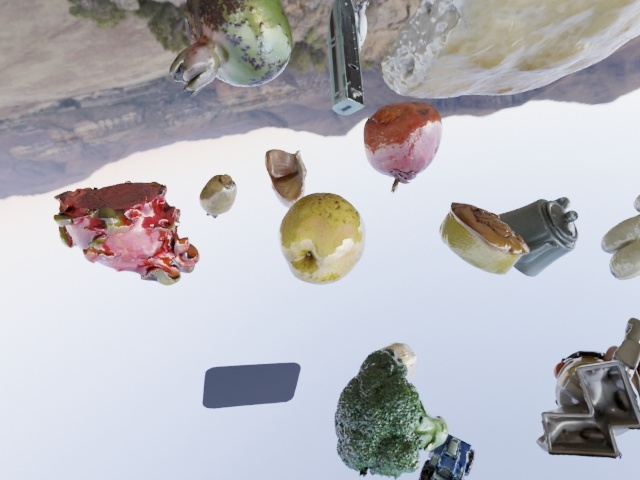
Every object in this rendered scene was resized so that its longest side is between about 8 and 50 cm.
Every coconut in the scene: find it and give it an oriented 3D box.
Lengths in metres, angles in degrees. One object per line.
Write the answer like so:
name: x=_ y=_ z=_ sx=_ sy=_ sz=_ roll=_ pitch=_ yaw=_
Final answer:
coconut: x=0.309 y=0.486 z=1.697 sx=0.182 sy=0.171 sz=0.170 roll=-10 pitch=-167 yaw=-42

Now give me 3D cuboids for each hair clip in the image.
hair clip: x=0.157 y=-0.826 z=1.634 sx=0.049 sy=0.172 sz=0.116 roll=18 pitch=-132 yaw=25

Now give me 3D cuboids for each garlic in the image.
garlic: x=-0.093 y=-0.163 z=1.098 sx=0.099 sy=0.175 sz=0.124 roll=-11 pitch=162 yaw=-13

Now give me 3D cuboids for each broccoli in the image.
broccoli: x=0.160 y=0.384 z=0.938 sx=0.269 sy=0.269 sz=0.254 roll=-26 pitch=-179 yaw=-30

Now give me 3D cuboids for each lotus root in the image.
lotus root: x=-0.388 y=-0.156 z=1.591 sx=0.221 sy=0.125 sz=0.118 roll=-54 pitch=-176 yaw=37

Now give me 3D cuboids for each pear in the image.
pear: x=0.000 y=0.000 z=0.790 sx=0.177 sy=0.178 sz=0.178 roll=-12 pitch=-160 yaw=4

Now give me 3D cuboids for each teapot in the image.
teapot: x=0.495 y=-0.028 z=0.936 sx=0.239 sy=0.162 sz=0.149 roll=-40 pitch=178 yaw=-45

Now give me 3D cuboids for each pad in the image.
pad: x=-0.194 y=0.412 z=1.202 sx=0.267 sy=0.181 sz=0.004 roll=3 pitch=-147 yaw=-17

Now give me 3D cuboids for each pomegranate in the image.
pomegranate: x=-0.241 y=-0.499 z=1.061 sx=0.285 sy=0.285 sz=0.341 roll=10 pitch=-128 yaw=49

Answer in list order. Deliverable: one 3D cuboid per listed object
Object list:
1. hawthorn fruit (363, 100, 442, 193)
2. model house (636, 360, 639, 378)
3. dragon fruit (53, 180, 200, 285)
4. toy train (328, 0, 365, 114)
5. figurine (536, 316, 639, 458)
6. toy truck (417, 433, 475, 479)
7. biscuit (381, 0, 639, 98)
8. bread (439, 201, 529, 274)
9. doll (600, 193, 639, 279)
hawthorn fruit: x=0.270 y=-0.311 z=1.433 sx=0.275 sy=0.308 sz=0.276 roll=6 pitch=-171 yaw=-1
model house: x=0.931 y=0.407 z=1.091 sx=0.160 sy=0.196 sz=0.254 roll=-45 pitch=-169 yaw=35
dragon fruit: x=-0.249 y=-0.010 z=0.578 sx=0.150 sy=0.207 sz=0.133 roll=-41 pitch=-139 yaw=8
toy train: x=0.073 y=-0.612 z=1.381 sx=0.086 sy=0.407 sz=0.088 roll=10 pitch=162 yaw=-41
figurine: x=0.501 y=0.284 z=0.781 sx=0.308 sy=0.309 sz=0.143 roll=-23 pitch=-118 yaw=-24
toy truck: x=0.307 y=0.596 z=1.061 sx=0.113 sy=0.126 sz=0.208 roll=18 pitch=-116 yaw=24
biscuit: x=0.334 y=-0.334 z=0.617 sx=0.445 sy=0.104 sz=0.429 roll=-6 pitch=164 yaw=-24
bread: x=0.283 y=-0.007 z=0.761 sx=0.125 sy=0.086 sz=0.156 roll=-2 pitch=-141 yaw=-44
doll: x=0.682 y=-0.035 z=0.815 sx=0.149 sy=0.175 sz=0.278 roll=-3 pitch=148 yaw=-32
